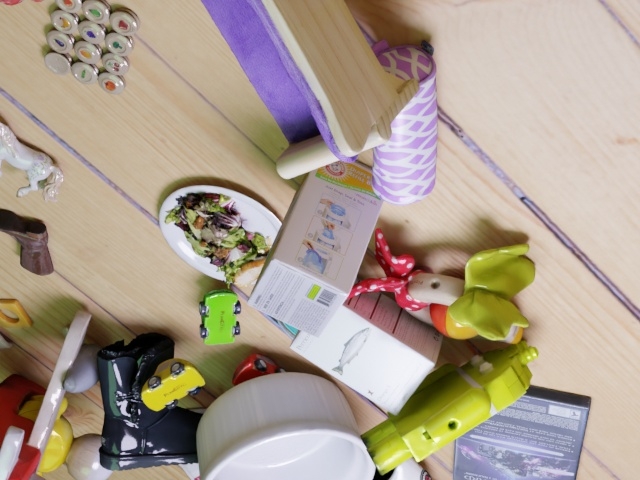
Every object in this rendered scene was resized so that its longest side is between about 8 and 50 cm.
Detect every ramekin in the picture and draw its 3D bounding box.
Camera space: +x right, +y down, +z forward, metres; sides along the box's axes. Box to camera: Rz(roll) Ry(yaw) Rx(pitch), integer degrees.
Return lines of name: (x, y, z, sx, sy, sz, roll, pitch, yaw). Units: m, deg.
ramekin: (-0.063, 0.329, 1.938, 0.277, 0.135, 0.277, -10, 138, -9)

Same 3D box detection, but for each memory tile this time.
memory tile: (-0.290, -0.249, 1.558, 0.113, 0.012, 0.148, 23, 140, -2)

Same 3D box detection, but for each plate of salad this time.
plate of salad: (-0.137, 0.001, 1.744, 0.199, 0.048, 0.200, 13, 140, 11)

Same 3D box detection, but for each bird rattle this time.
bird rattle: (0.167, 0.087, 1.656, 0.253, 0.143, 0.207, -1, 152, 29)

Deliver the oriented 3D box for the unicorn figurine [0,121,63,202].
unicorn figurine: (-0.434, -0.117, 1.742, 0.161, 0.060, 0.111, 17, 142, -21)

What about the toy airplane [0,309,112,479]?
toy airplane: (-0.457, 0.346, 2.024, 0.272, 0.384, 0.386, 17, 145, -25)

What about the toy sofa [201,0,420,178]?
toy sofa: (-0.064, -0.241, 1.283, 0.150, 0.177, 0.363, -17, 113, 38)

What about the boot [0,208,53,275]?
boot: (-0.464, 0.007, 1.905, 0.106, 0.037, 0.114, 18, 145, 7)

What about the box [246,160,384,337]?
box: (0.000, 0.000, 1.562, 0.103, 0.203, 0.114, 26, 142, -5)

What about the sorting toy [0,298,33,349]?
sorting toy: (-0.650, 0.143, 2.124, 0.347, 0.047, 0.196, -11, 130, 33)

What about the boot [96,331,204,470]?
boot: (-0.243, 0.254, 2.003, 0.246, 0.094, 0.207, -3, 106, -28)

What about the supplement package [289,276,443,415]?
supplement package: (0.066, 0.139, 1.725, 0.179, 0.105, 0.105, 32, 115, -1)

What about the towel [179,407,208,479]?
towel: (-0.140, 0.412, 2.213, 0.237, 0.037, 0.329, -10, 131, 30)

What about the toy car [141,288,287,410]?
toy car: (-0.156, 0.158, 1.897, 0.239, 0.053, 0.225, -3, 125, -13)

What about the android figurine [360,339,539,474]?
android figurine: (0.181, 0.223, 1.714, 0.272, 0.248, 0.056, -33, 95, 1)

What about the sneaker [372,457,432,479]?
sneaker: (0.033, 0.418, 2.089, 0.330, 0.122, 0.146, -18, 116, 23)

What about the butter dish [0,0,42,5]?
butter dish: (-0.365, -0.332, 1.416, 0.160, 0.118, 0.160, 40, 136, -21)

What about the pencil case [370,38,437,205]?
pencil case: (0.093, -0.136, 1.465, 0.088, 0.086, 0.206, 39, 149, 35)

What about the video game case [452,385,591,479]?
video game case: (0.305, 0.311, 1.917, 0.196, 0.026, 0.274, 10, 140, 13)

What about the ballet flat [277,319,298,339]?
ballet flat: (0.022, 0.143, 1.827, 0.188, 0.070, 0.070, 24, 140, 3)
